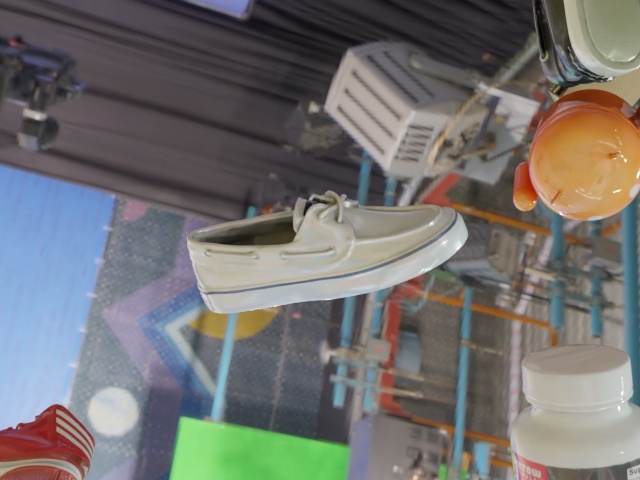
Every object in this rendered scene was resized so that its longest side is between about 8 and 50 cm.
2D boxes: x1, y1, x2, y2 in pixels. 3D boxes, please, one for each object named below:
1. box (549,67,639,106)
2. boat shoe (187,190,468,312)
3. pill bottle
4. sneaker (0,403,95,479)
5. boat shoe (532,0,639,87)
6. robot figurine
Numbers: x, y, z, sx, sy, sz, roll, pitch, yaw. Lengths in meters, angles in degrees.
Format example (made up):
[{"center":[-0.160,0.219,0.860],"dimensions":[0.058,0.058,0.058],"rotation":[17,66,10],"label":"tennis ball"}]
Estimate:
[{"center":[0.377,-0.211,1.218],"dimensions":[0.164,0.201,0.021],"rotation":[-50,-121,4],"label":"box"},{"center":[0.000,0.000,0.851],"dimensions":[0.095,0.258,0.084],"rotation":[-82,155,-63],"label":"boat shoe"},{"center":[0.330,0.299,1.171],"dimensions":[0.176,0.176,0.319],"rotation":[-152,-126,-75],"label":"pill bottle"},{"center":[-0.371,0.250,1.100],"dimensions":[0.128,0.221,0.087],"rotation":[-76,175,-67],"label":"sneaker"},{"center":[0.265,-0.321,0.992],"dimensions":[0.113,0.127,0.340],"rotation":[151,-66,-66],"label":"boat shoe"},{"center":[0.298,-0.095,1.054],"dimensions":[0.219,0.158,0.128],"rotation":[-48,142,-65],"label":"robot figurine"}]
